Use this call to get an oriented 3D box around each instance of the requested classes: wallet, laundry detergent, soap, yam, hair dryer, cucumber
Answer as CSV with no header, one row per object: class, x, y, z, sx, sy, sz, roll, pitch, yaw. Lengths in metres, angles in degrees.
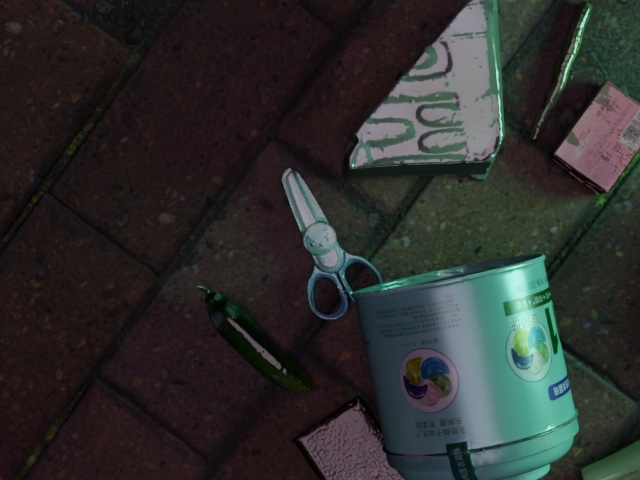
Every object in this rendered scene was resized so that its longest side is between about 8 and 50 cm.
wallet,0.076,0.386,1.747,0.133,0.039,0.243,-35,89,-2
laundry detergent,0.212,0.195,1.557,0.287,0.287,0.305,-12,90,4
soap,0.149,-0.242,1.670,0.258,0.159,0.302,-2,90,6
yam,0.384,-0.266,1.715,0.027,0.029,0.234,23,95,30
hair dryer,0.560,0.394,1.694,0.296,0.119,0.298,-4,104,10
cucumber,-0.112,0.163,1.746,0.250,0.056,0.056,45,94,0

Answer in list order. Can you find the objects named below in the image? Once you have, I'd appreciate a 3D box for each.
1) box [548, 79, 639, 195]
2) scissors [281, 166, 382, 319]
box,0.444,-0.160,1.695,0.111,0.060,0.156,37,91,2
scissors,0.000,0.000,1.744,0.125,0.030,0.256,-26,92,5
